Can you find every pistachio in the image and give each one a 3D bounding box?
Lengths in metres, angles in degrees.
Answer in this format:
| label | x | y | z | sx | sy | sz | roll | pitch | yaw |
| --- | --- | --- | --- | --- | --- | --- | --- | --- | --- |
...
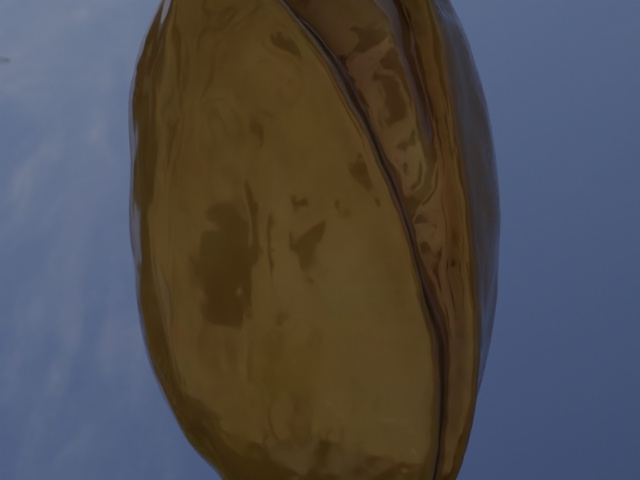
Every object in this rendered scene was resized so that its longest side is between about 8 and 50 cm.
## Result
| label | x | y | z | sx | sy | sz | roll | pitch | yaw |
| --- | --- | --- | --- | --- | --- | --- | --- | --- | --- |
| pistachio | 0.000 | 0.000 | 0.685 | 0.181 | 0.162 | 0.293 | 24 | -60 | 55 |
